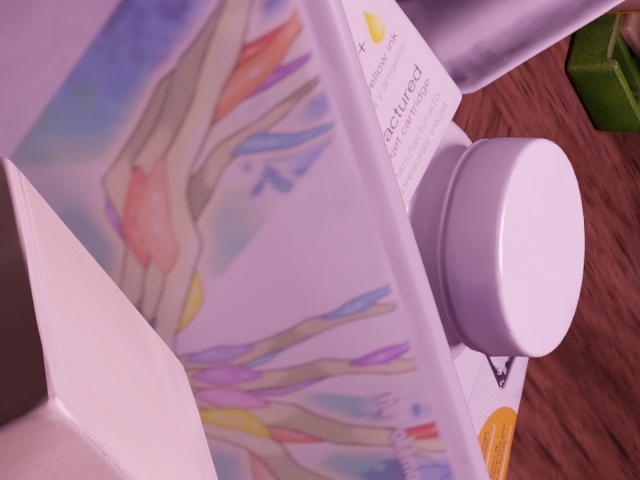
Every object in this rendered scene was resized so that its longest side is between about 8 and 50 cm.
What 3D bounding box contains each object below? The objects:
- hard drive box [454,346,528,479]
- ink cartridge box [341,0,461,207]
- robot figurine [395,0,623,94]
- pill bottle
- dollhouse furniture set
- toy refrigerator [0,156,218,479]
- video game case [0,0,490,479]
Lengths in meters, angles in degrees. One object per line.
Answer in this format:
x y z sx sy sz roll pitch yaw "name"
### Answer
0.029 0.049 0.949 0.232 0.089 0.181 42 56 -52 "hard drive box"
-0.092 -0.061 0.625 0.171 0.168 0.232 -62 143 -15 "ink cartridge box"
0.043 -0.226 0.782 0.300 0.200 0.353 46 22 -43 "robot figurine"
0.000 0.000 0.768 0.121 0.216 0.121 -7 98 -60 "pill bottle"
0.261 -0.218 1.227 0.301 0.197 0.151 52 50 -49 "dollhouse furniture set"
-0.166 0.093 0.444 0.102 0.269 0.094 55 10 -45 "toy refrigerator"
-0.107 0.066 0.524 0.036 0.300 0.329 -113 -178 -49 "video game case"
